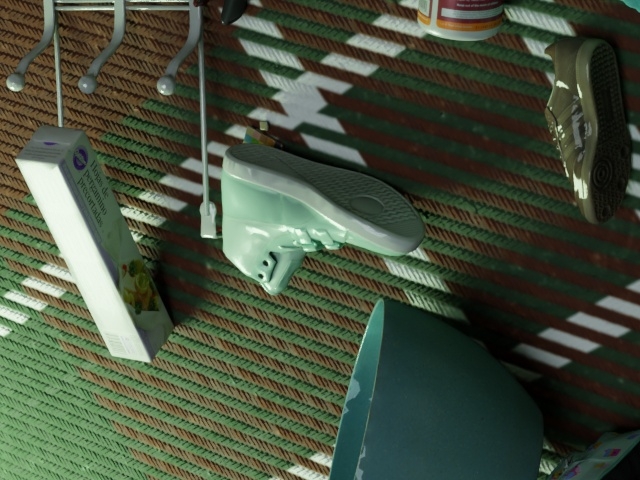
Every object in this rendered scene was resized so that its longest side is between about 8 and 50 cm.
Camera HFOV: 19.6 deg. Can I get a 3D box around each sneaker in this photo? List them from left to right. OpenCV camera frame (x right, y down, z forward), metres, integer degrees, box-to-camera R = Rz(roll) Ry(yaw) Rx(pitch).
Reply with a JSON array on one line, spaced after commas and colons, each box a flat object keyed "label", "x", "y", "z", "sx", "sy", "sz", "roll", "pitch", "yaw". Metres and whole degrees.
[{"label": "sneaker", "x": 0.000, "y": 0.000, "z": 2.036, "sx": 0.256, "sy": 0.094, "sz": 0.151, "roll": 23, "pitch": 121, "yaw": 29}, {"label": "sneaker", "x": 0.262, "y": -0.112, "z": 1.842, "sx": 0.071, "sy": 0.066, "sz": 0.188, "roll": 14, "pitch": 113, "yaw": 47}]

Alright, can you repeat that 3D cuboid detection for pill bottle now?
[{"label": "pill bottle", "x": 0.143, "y": -0.280, "z": 1.820, "sx": 0.086, "sy": 0.086, "sz": 0.152, "roll": 18, "pitch": 119, "yaw": 26}]

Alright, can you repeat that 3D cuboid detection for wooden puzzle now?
[{"label": "wooden puzzle", "x": -0.067, "y": -0.098, "z": 2.090, "sx": 0.049, "sy": 0.006, "sz": 0.083, "roll": 30, "pitch": 124, "yaw": 19}]

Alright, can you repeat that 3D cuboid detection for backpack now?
[{"label": "backpack", "x": 0.300, "y": 0.296, "z": 1.905, "sx": 0.144, "sy": 0.188, "sz": 0.166, "roll": -16, "pitch": 102, "yaw": 37}]

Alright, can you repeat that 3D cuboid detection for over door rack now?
[{"label": "over door rack", "x": -0.231, "y": -0.148, "z": 2.113, "sx": 0.239, "sy": 0.108, "sz": 0.324, "roll": 5, "pitch": 113, "yaw": 33}]

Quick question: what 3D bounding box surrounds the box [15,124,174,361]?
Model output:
[{"label": "box", "x": -0.258, "y": 0.009, "z": 2.155, "sx": 0.067, "sy": 0.063, "sz": 0.324, "roll": 6, "pitch": 136, "yaw": 29}]

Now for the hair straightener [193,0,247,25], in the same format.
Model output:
[{"label": "hair straightener", "x": -0.059, "y": -0.325, "z": 1.968, "sx": 0.089, "sy": 0.047, "sz": 0.230, "roll": 36, "pitch": 121, "yaw": 15}]

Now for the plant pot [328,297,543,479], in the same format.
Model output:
[{"label": "plant pot", "x": 0.126, "y": 0.223, "z": 1.961, "sx": 0.195, "sy": 0.290, "sz": 0.290, "roll": 13, "pitch": 121, "yaw": -3}]

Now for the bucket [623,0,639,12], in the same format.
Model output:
[{"label": "bucket", "x": 0.323, "y": -0.324, "z": 1.577, "sx": 0.281, "sy": 0.281, "sz": 0.183, "roll": 45, "pitch": 130, "yaw": 9}]
